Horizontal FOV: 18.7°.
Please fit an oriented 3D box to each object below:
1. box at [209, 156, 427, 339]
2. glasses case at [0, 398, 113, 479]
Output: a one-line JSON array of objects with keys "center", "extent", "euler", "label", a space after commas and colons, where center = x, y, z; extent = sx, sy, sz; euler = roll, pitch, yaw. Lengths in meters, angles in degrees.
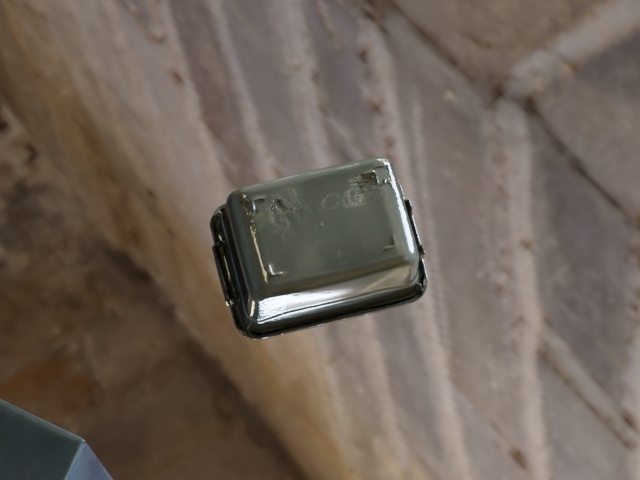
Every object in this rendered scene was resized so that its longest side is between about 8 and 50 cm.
[{"center": [0.000, 0.000, 1.586], "extent": [0.172, 0.124, 0.093], "euler": [-14, 163, -7], "label": "box"}, {"center": [-0.241, 0.160, 1.419], "extent": [0.056, 0.266, 0.105], "euler": [-46, 128, -23], "label": "glasses case"}]
